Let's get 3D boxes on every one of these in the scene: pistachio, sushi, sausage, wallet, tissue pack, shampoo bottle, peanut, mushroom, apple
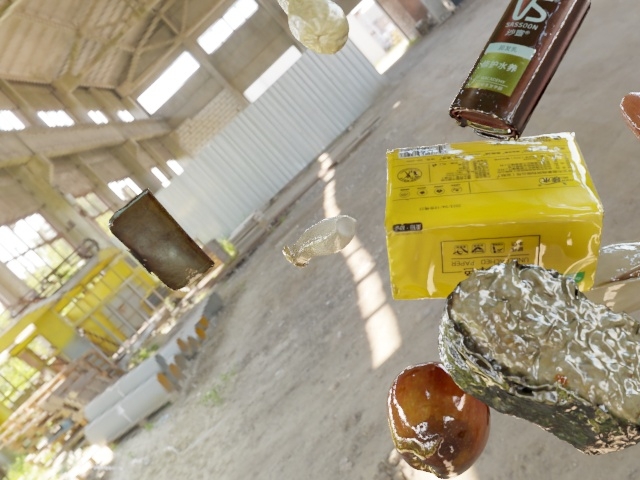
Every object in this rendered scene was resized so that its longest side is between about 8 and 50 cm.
[{"bbox_3d":[0.681,0.085,1.456,0.287,0.166,0.197,-22,-15,7],"label":"pistachio"},{"bbox_3d":[0.352,0.175,0.972,0.211,0.350,0.171,-45,-19,-36],"label":"sushi"},{"bbox_3d":[0.585,-0.203,1.117,0.077,0.077,0.194,-40,26,21],"label":"sausage"},{"bbox_3d":[-0.377,0.008,1.498,0.137,0.255,0.031,-37,31,0],"label":"wallet"},{"bbox_3d":[0.321,-0.048,1.254,0.381,0.228,0.293,-5,38,10],"label":"tissue pack"},{"bbox_3d":[0.327,-0.312,0.994,0.129,0.084,0.323,25,80,39],"label":"shampoo bottle"},{"bbox_3d":[-0.030,-0.531,1.462,0.123,0.257,0.124,-27,-24,-13],"label":"peanut"},{"bbox_3d":[0.001,0.002,1.599,0.212,0.088,0.097,-27,8,19],"label":"mushroom"},{"bbox_3d":[0.237,0.367,1.301,0.230,0.230,0.230,-42,9,8],"label":"apple"}]

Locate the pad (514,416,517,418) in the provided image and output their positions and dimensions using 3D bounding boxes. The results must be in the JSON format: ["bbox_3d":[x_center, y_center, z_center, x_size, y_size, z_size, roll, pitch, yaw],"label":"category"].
[{"bbox_3d":[0.618,0.372,1.602,0.266,0.002,0.176,-31,2,36],"label":"pad"}]
